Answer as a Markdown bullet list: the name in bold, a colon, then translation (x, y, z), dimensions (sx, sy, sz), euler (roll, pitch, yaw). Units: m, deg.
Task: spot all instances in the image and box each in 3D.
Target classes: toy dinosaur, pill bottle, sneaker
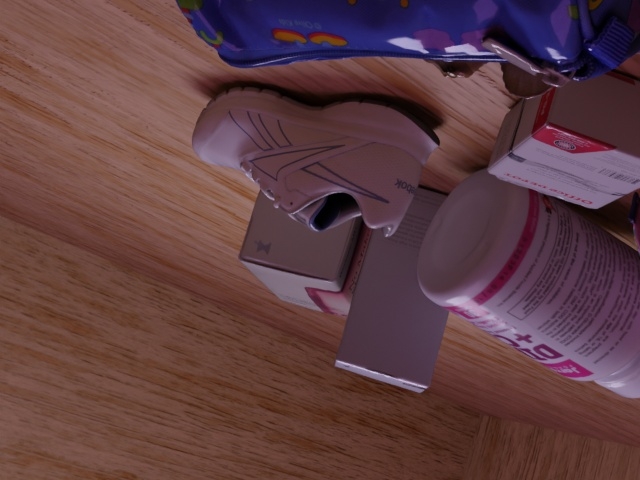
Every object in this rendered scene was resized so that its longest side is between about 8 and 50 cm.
- **toy dinosaur**: translation (0.149, -0.132, 0.631), dimensions (0.053, 0.093, 0.183), euler (22, 171, -39)
- **pill bottle**: translation (0.259, 0.053, 1.087), dimensions (0.283, 0.160, 0.160), euler (29, 164, -21)
- **sneaker**: translation (-0.027, -0.080, 1.038), dimensions (0.297, 0.129, 0.111), euler (9, 167, 39)

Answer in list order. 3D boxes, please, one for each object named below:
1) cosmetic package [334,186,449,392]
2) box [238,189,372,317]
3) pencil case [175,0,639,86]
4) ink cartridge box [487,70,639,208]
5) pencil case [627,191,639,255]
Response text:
- **cosmetic package**: translation (0.101, 0.055, 1.211), dimensions (0.117, 0.231, 0.085), euler (17, 168, 3)
- **box**: translation (0.000, 0.000, 1.310), dimensions (0.126, 0.149, 0.232), euler (14, 168, 14)
- **pencil case**: translation (0.048, -0.157, 0.581), dimensions (0.306, 0.133, 0.119), euler (10, 170, 36)
- **ink cartridge box**: translation (0.216, -0.083, 0.833), dimensions (0.109, 0.063, 0.150), euler (18, 168, -5)
- **pencil case**: translation (0.386, 0.029, 0.962), dimensions (0.124, 0.124, 0.284), euler (9, 166, 36)
